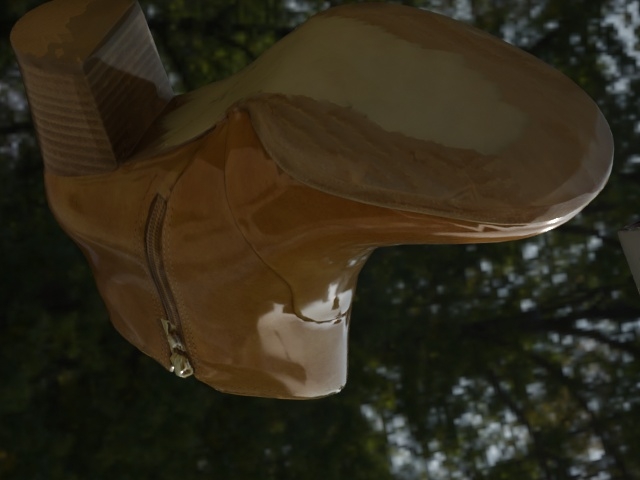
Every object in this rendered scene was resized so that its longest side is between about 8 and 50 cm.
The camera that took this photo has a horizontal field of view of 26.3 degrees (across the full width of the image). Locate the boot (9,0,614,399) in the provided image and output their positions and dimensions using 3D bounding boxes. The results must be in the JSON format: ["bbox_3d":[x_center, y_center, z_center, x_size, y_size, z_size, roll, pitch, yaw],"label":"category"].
[{"bbox_3d":[-0.001,0.001,0.628,0.295,0.104,0.211,15,-39,29],"label":"boot"}]

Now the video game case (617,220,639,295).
[{"bbox_3d":[0.156,0.092,0.341,0.210,0.042,0.232,142,-72,-86],"label":"video game case"}]
